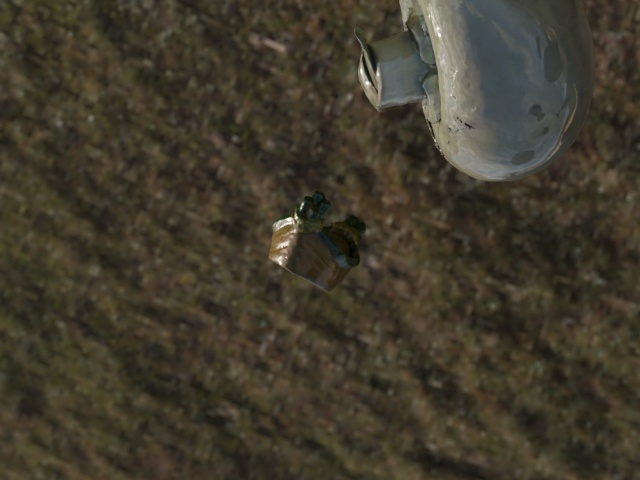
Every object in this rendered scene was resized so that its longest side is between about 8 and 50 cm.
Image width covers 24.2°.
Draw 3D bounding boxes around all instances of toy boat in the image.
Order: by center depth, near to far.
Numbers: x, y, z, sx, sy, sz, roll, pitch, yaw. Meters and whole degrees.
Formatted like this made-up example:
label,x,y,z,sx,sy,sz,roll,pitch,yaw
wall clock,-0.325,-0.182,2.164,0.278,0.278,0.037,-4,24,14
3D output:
label,x,y,z,sx,sy,sz,roll,pitch,yaw
toy boat,0.000,0.000,1.544,0.089,0.088,0.229,30,179,12

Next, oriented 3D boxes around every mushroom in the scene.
label,x,y,z,sx,sy,sz,roll,pitch,yaw
mushroom,0.132,-0.170,1.324,0.202,0.246,0.246,-12,152,2
